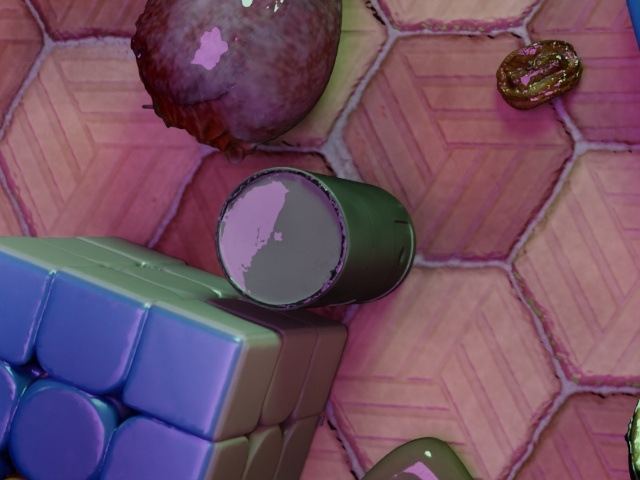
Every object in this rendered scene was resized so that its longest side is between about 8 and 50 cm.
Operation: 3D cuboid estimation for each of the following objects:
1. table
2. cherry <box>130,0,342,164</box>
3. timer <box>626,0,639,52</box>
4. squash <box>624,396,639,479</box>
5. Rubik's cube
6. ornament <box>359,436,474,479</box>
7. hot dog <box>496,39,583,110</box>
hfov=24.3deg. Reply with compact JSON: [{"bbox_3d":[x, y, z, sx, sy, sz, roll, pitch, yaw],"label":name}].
[{"bbox_3d":[0.000,0.000,1.389,0.126,0.220,0.126,0,90,19],"label":"table"},{"bbox_3d":[-0.072,-0.207,1.448,0.249,0.175,0.192,-52,47,-2],"label":"cherry"},{"bbox_3d":[0.439,-0.183,1.294,0.309,0.115,0.340,-16,84,19],"label":"timer"},{"bbox_3d":[0.390,0.172,1.292,0.237,0.155,0.204,28,100,19],"label":"squash"},{"bbox_3d":[-0.184,0.173,1.416,0.290,0.291,0.291,19,96,18],"label":"Rubik's cube"},{"bbox_3d":[0.140,0.293,1.423,0.245,0.061,0.230,-40,79,18],"label":"ornament"},{"bbox_3d":[0.208,-0.157,1.416,0.083,0.035,0.058,-24,78,17],"label":"hot dog"}]
